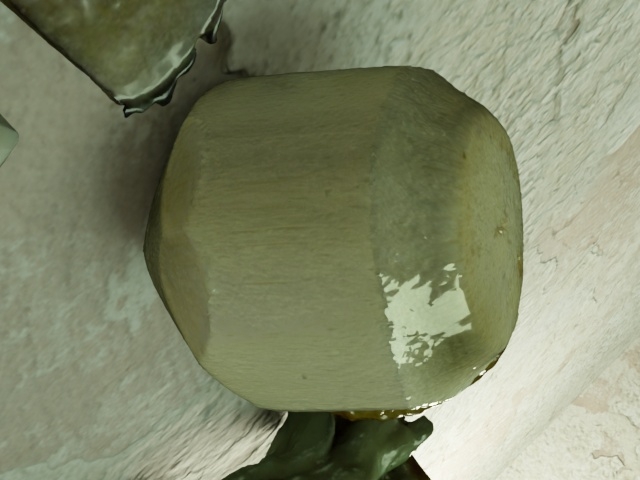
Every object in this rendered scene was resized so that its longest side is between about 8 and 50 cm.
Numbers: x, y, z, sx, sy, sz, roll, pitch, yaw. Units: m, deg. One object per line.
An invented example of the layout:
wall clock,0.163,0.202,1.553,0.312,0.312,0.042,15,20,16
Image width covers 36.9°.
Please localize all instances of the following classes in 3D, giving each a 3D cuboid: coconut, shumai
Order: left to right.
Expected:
coconut,0.000,0.000,0.664,0.237,0.265,0.238,2,90,-66
shumai,0.016,0.345,1.077,0.323,0.397,0.324,-51,165,-37

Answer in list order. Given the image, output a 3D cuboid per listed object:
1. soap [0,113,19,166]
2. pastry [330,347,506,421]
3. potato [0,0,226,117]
soap,-0.246,-0.013,0.457,0.183,0.064,0.121,-50,154,4
pastry,0.069,0.083,0.946,0.235,0.132,0.240,-30,131,-2
potato,-0.120,-0.169,0.392,0.138,0.098,0.243,-49,151,-1
